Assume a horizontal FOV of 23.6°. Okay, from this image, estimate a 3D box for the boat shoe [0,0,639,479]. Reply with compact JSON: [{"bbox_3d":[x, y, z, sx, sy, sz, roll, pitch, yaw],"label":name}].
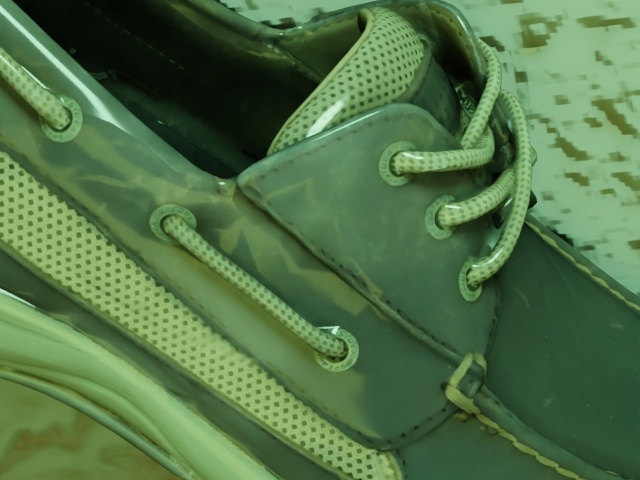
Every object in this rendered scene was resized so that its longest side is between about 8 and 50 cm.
[{"bbox_3d":[0.000,0.000,0.441,0.355,0.132,0.130,23,124,-11],"label":"boat shoe"}]
